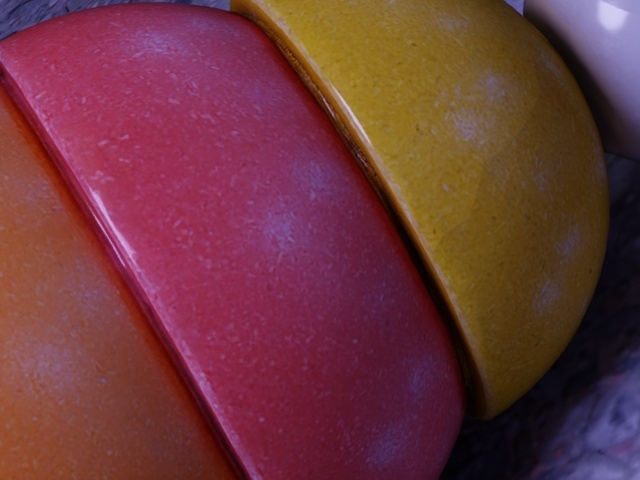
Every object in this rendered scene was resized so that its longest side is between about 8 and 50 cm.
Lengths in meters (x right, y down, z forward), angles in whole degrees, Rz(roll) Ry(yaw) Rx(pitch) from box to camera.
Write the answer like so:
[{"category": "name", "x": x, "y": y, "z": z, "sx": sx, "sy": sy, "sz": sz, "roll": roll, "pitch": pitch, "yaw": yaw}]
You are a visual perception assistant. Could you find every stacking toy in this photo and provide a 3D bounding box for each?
[{"category": "stacking toy", "x": 0.000, "y": 0.000, "z": 0.831, "sx": 0.480, "sy": 0.351, "sz": 0.350, "roll": -29, "pitch": 26, "yaw": -9}]
